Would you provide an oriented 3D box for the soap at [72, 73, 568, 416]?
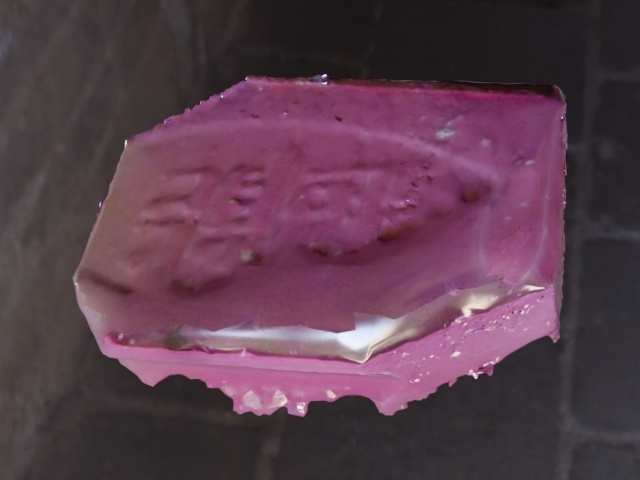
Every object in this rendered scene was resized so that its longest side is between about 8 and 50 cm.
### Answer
[{"bbox_3d":[0.000,0.000,0.977,0.325,0.127,0.220,2,57,15],"label":"soap"}]
